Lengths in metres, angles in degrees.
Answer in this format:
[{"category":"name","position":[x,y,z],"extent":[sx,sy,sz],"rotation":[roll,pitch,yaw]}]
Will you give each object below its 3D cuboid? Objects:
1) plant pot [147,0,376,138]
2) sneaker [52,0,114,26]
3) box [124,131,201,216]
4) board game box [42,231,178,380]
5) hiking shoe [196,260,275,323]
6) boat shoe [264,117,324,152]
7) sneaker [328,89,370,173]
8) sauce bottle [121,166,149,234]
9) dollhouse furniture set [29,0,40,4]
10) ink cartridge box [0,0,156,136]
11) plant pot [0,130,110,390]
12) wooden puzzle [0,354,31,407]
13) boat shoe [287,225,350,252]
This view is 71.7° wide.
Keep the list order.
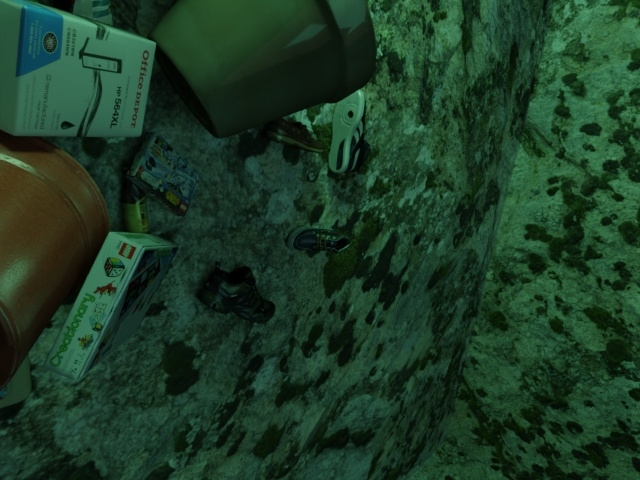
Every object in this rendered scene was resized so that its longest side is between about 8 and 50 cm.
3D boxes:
[{"category":"plant pot","position":[-0.113,-0.326,0.747],"extent":[0.280,0.323,0.323],"rotation":[-38,136,-11]},{"category":"sneaker","position":[-0.336,-0.349,0.652],"extent":[0.161,0.057,0.075],"rotation":[-70,159,0]},{"category":"box","position":[-0.282,-0.117,0.808],"extent":[0.137,0.027,0.093],"rotation":[52,47,-54]},{"category":"board game box","position":[-0.314,0.084,0.716],"extent":[0.053,0.305,0.192],"rotation":[25,86,-8]},{"category":"hiking shoe","position":[-0.173,0.123,1.038],"extent":[0.227,0.086,0.114],"rotation":[27,89,-51]},{"category":"boat shoe","position":[-0.050,-0.244,1.026],"extent":[0.178,0.064,0.060],"rotation":[6,104,-49]},{"category":"sneaker","position":[0.091,-0.287,1.172],"extent":[0.121,0.079,0.216],"rotation":[-15,127,-49]},{"category":"sauce bottle","position":[-0.332,-0.067,0.791],"extent":[0.042,0.042,0.128],"rotation":[-20,122,-44]},{"category":"dollhouse furniture set","position":[-0.415,-0.247,0.591],"extent":[0.076,0.059,0.151],"rotation":[30,83,-52]},{"category":"ink cartridge box","position":[-0.329,-0.220,0.590],"extent":[0.203,0.086,0.148],"rotation":[-30,141,-64]},{"category":"plant pot","position":[-0.403,0.033,0.489],"extent":[0.273,0.265,0.272],"rotation":[-7,118,-12]},{"category":"wooden puzzle","position":[-0.558,0.182,0.641],"extent":[0.239,0.044,0.220],"rotation":[-13,117,-47]},{"category":"boat shoe","position":[0.000,0.000,1.187],"extent":[0.184,0.083,0.065],"rotation":[-9,114,-48]}]
